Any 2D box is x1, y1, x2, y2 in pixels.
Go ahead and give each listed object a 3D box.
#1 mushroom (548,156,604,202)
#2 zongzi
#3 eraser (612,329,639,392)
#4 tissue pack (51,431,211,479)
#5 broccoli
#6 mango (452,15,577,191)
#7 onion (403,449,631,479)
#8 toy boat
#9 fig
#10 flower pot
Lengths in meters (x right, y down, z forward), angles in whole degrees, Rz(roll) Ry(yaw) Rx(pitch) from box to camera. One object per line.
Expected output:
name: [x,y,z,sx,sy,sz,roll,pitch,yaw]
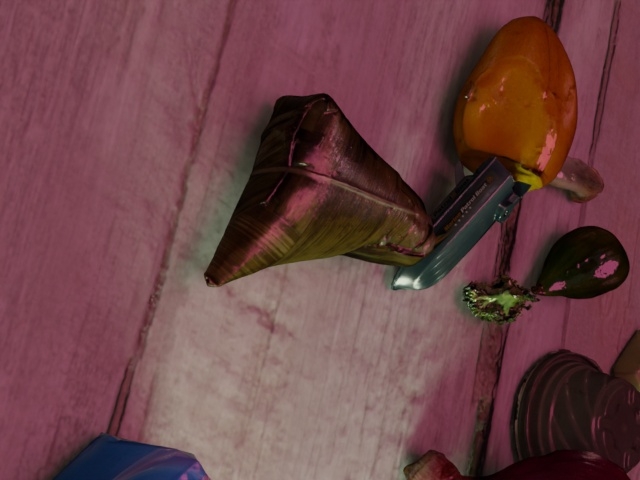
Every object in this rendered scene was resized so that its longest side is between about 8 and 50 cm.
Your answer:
mushroom: [0.369,-0.114,1.956,0.202,0.054,0.059,20,70,-34]
zongzi: [0.000,0.000,1.558,0.286,0.134,0.288,41,62,-30]
eraser: [0.576,0.252,2.113,0.117,0.058,0.172,-47,117,-33]
tissue pack: [-0.240,0.343,1.289,0.263,0.198,0.146,-46,118,-33]
broccoli: [0.265,0.084,1.824,0.097,0.092,0.095,44,56,2]
mango: [0.301,-0.209,1.833,0.187,0.138,0.257,26,72,-7]
onion: [0.281,0.421,1.717,0.385,0.348,0.348,35,59,7]
toy boat: [0.183,-0.018,1.749,0.246,0.103,0.093,-47,155,-13]
fig: [0.396,0.050,1.938,0.177,0.117,0.117,-29,108,-18]
flower pot: [0.422,0.289,1.922,0.235,0.140,0.236,2,87,-44]
